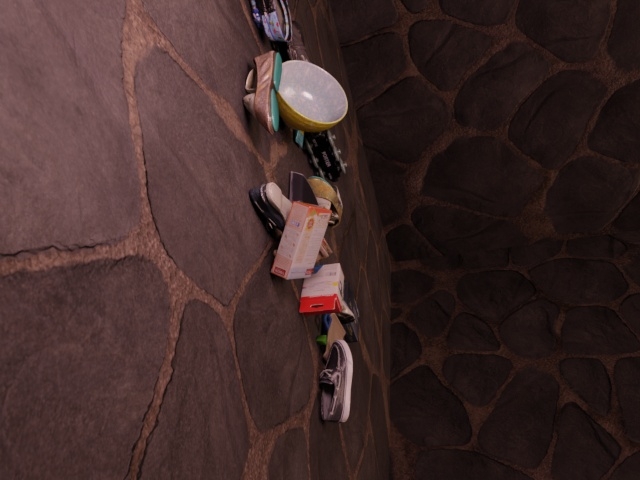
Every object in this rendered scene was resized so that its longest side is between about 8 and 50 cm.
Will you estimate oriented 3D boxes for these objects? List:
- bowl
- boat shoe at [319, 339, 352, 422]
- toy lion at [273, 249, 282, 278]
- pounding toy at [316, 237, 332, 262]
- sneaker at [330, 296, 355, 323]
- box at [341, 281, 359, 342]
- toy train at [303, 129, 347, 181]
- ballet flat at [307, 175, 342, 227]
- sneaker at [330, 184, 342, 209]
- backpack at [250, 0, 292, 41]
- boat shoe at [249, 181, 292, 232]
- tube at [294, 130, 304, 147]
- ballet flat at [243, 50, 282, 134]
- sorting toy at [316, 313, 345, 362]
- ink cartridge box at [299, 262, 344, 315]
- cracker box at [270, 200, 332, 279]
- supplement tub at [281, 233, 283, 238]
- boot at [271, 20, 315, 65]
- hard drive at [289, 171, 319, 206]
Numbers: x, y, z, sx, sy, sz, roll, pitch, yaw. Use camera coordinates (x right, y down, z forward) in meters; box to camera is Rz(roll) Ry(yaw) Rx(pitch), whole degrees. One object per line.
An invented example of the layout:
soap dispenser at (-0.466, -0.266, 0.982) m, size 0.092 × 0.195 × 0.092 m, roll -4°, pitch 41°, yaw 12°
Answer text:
bowl at (-0.063, -0.492, 1.919) m, size 0.156 × 0.290 × 0.289 m, roll -47°, pitch -146°, yaw 49°
boat shoe at (0.046, 0.512, 1.945) m, size 0.102 × 0.108 × 0.300 m, roll 16°, pitch 68°, yaw -32°
toy lion at (-0.120, 0.077, 1.693) m, size 0.100 × 0.034 × 0.095 m, roll 2°, pitch 88°, yaw -76°
pounding toy at (0.000, 0.000, 1.869) m, size 0.154 × 0.155 × 0.269 m, roll 61°, pitch 7°, yaw 20°
sneaker at (0.071, 0.258, 2.186) m, size 0.283 × 0.110 × 0.122 m, roll 62°, pitch 21°, yaw -55°
box at (0.129, 0.335, 2.466) m, size 0.183 × 0.059 × 0.232 m, roll -80°, pitch 157°, yaw -48°
toy train at (0.012, -0.405, 2.307) m, size 0.333 × 0.142 × 0.190 m, roll 61°, pitch 13°, yaw -51°
ballet flat at (0.017, -0.145, 2.207) m, size 0.348 × 0.123 × 0.123 m, roll 53°, pitch 31°, yaw -65°
sneaker at (0.080, -0.198, 2.596) m, size 0.061 × 0.054 × 0.152 m, roll -3°, pitch 84°, yaw -79°
backpack at (-0.164, -0.768, 1.823) m, size 0.158 × 0.117 × 0.173 m, roll -59°, pitch 138°, yaw -69°
boat shoe at (-0.137, -0.084, 1.612) m, size 0.254 × 0.079 × 0.095 m, roll 52°, pitch 34°, yaw -59°
tube at (-0.086, -0.481, 2.128) m, size 0.080 × 0.052 × 0.206 m, roll 29°, pitch 60°, yaw -64°
ballet flat at (-0.177, -0.443, 1.605) m, size 0.107 × 0.106 × 0.315 m, roll 73°, pitch 15°, yaw -57°
sorting toy at (0.047, 0.417, 2.122) m, size 0.347 × 0.047 × 0.195 m, roll 63°, pitch 30°, yaw -46°
ink cartridge box at (0.007, 0.192, 1.906) m, size 0.231 × 0.134 × 0.077 m, roll -80°, pitch 158°, yaw -49°
cracker box at (-0.058, 0.001, 1.636) m, size 0.156 × 0.067 × 0.232 m, roll 4°, pitch 106°, yaw -64°
supplement tub at (-0.088, 0.026, 1.758) m, size 0.071 × 0.071 × 0.107 m, roll -51°, pitch 130°, yaw -72°
boot at (-0.103, -0.684, 2.078) m, size 0.338 × 0.118 × 0.222 m, roll 63°, pitch 23°, yaw -22°
hard drive at (-0.055, -0.128, 2.010) m, size 0.254 × 0.054 × 0.171 m, roll 62°, pitch 24°, yaw -53°
